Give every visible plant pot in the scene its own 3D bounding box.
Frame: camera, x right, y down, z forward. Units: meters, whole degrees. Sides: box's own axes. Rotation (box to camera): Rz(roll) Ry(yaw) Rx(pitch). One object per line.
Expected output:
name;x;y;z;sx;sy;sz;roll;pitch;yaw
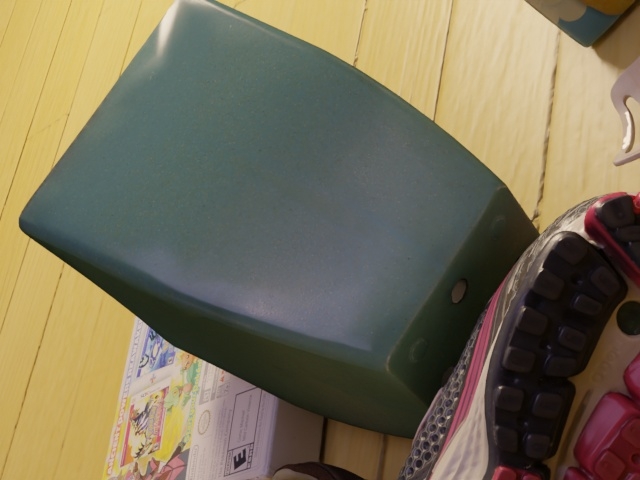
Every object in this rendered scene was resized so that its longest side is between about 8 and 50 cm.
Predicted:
plant pot;0.000;0.000;0.687;0.234;0.165;0.165;24;76;39

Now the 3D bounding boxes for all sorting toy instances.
sorting toy;0.173;-0.072;0.639;0.075;0.045;0.083;-36;39;47

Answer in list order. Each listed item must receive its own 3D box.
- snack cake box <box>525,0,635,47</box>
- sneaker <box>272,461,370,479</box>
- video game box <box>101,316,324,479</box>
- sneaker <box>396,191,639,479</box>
snack cake box;0.190;-0.258;0.713;0.264;0.089;0.152;-46;32;22
sneaker;-0.003;0.201;0.640;0.066;0.071;0.188;-36;39;35
video game box;-0.067;0.088;0.848;0.187;0.048;0.205;-24;47;41
sneaker;0.088;0.120;0.557;0.299;0.121;0.112;-61;2;2
